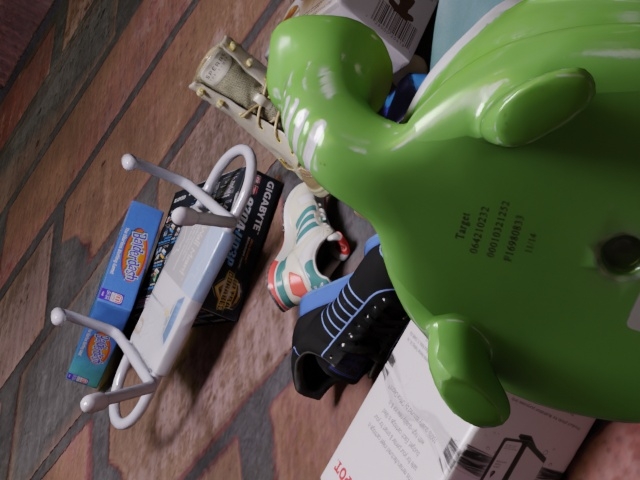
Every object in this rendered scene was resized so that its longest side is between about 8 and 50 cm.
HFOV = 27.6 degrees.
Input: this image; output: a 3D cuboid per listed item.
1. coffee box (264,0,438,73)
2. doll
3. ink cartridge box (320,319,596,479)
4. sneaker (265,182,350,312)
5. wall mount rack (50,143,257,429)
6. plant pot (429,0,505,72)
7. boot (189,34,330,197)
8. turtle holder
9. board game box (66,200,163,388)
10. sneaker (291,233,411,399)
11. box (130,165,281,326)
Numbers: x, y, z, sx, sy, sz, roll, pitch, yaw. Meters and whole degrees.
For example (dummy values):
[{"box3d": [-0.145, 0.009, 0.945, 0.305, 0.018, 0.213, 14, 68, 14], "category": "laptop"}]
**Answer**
[{"box3d": [0.058, -0.270, 1.311, 0.141, 0.098, 0.246, -26, 34, 53], "category": "coffee box"}, {"box3d": [0.078, -0.107, 1.227, 0.129, 0.046, 0.189, -52, 19, 47], "category": "doll"}, {"box3d": [0.099, 0.130, 0.905, 0.203, 0.086, 0.148, -61, 24, 9], "category": "ink cartridge box"}, {"box3d": [0.000, 0.000, 1.290, 0.075, 0.057, 0.161, -13, 41, 28], "category": "sneaker"}, {"box3d": [-0.180, 0.048, 1.378, 0.350, 0.130, 0.304, -65, 26, 6], "category": "wall mount rack"}, {"box3d": [0.189, -0.192, 0.958, 0.234, 0.166, 0.165, -65, 23, 16], "category": "plant pot"}, {"box3d": [-0.045, -0.125, 1.268, 0.077, 0.165, 0.213, -51, 17, 2], "category": "boot"}, {"box3d": [0.140, -0.030, 0.738, 0.320, 0.243, 0.227, -8, 30, 18], "category": "turtle holder"}, {"box3d": [-0.265, 0.072, 1.671, 0.210, 0.047, 0.160, 123, 164, -52], "category": "board game box"}, {"box3d": [0.046, 0.065, 1.095, 0.232, 0.081, 0.090, -41, 35, 54], "category": "sneaker"}, {"box3d": [-0.139, 0.014, 1.542, 0.220, 0.051, 0.175, -14, 55, 60], "category": "box"}]
